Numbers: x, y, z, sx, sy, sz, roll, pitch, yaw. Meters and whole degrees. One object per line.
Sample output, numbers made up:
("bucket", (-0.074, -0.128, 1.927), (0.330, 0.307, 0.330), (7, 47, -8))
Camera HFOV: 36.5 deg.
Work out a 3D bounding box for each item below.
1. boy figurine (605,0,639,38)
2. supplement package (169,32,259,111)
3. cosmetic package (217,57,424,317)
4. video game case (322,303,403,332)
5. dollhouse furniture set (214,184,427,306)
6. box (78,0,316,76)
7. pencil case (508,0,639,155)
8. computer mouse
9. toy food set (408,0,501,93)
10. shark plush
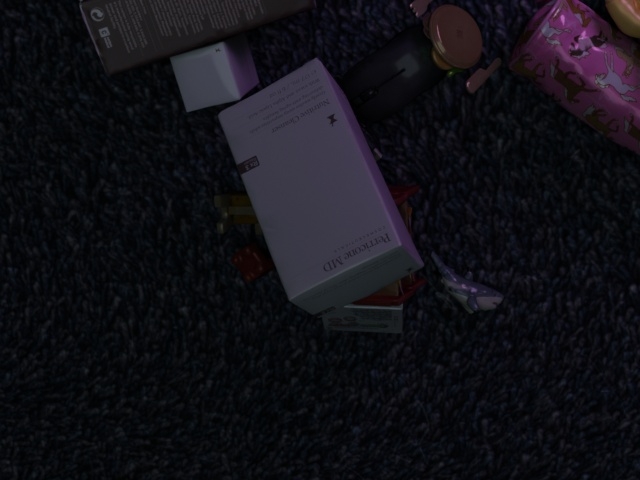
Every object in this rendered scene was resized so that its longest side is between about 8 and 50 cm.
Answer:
("boy figurine", (0.556, -0.404, 1.632), (0.177, 0.092, 0.285), (-4, 69, -12))
("supplement package", (-0.188, -0.308, 1.760), (0.105, 0.179, 0.105), (-12, 105, 11))
("cosmetic package", (-0.003, -0.086, 1.671), (0.217, 0.156, 0.385), (-29, 65, 10))
("video game case", (0.081, 0.147, 1.878), (0.157, 0.143, 0.019), (2, 67, 6))
("dollhouse furniture set", (0.000, 0.000, 1.859), (0.374, 0.152, 0.201), (3, 105, 23))
("box", (-0.208, -0.420, 1.705), (0.381, 0.191, 0.143), (-19, 109, 3))
("pencil case", (0.518, -0.279, 1.705), (0.386, 0.167, 0.160), (32, 132, -3))
("computer mouse", (0.127, -0.286, 1.790), (0.272, 0.072, 0.188), (-39, 96, 14))
("toy food set", (0.236, -0.362, 1.750), (0.192, 0.132, 0.038), (54, 146, -10))
("shark plush", (0.276, 0.082, 1.892), (0.161, 0.073, 0.067), (41, 85, 16))
